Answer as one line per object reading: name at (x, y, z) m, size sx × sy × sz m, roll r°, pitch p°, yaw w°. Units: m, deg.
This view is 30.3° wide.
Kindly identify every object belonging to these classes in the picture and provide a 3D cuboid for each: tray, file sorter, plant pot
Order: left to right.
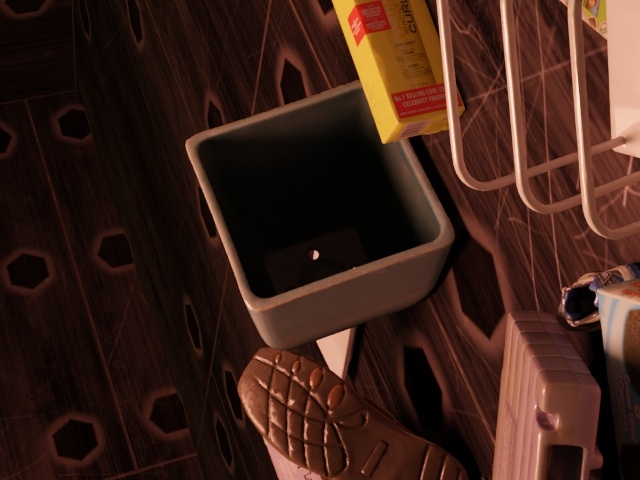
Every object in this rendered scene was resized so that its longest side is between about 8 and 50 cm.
plant pot at (0.000, 0.000, 1.453) m, size 0.252 × 0.247 × 0.248 m, roll 86°, pitch 163°, yaw -61°
tray at (0.026, 0.084, 1.755) m, size 0.270 × 0.030 × 0.145 m, roll 97°, pitch 152°, yaw -47°
file sorter at (0.223, -0.101, 0.723) m, size 0.277 × 0.173 × 0.193 m, roll 26°, pitch 130°, yaw 55°

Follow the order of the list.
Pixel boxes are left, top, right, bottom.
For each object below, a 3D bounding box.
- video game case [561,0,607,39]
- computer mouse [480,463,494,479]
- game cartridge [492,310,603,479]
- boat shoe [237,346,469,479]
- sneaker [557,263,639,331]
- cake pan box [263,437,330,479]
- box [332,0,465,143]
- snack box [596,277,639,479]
video game case at (0.220, -0.274, 0.894) m, size 0.206 × 0.026 × 0.227 m, roll -119°, pitch 24°, yaw -51°
computer mouse at (0.211, 0.397, 1.287) m, size 0.272 × 0.072 × 0.189 m, roll -88°, pitch 5°, yaw -48°
game cartridge at (0.190, 0.259, 1.047) m, size 0.230 × 0.068 × 0.355 m, roll -64°, pitch -22°, yaw -77°
boat shoe at (0.041, 0.254, 1.499) m, size 0.324 × 0.123 × 0.120 m, roll 35°, pitch 178°, yaw 9°
sneaker at (0.235, 0.053, 1.053) m, size 0.135 × 0.058 × 0.052 m, roll 125°, pitch 129°, yaw -68°
cake pan box at (0.053, 0.366, 1.585) m, size 0.245 × 0.070 × 0.267 m, roll 31°, pitch -153°, yaw -50°
box at (0.075, -0.226, 1.291) m, size 0.058 × 0.087 × 0.232 m, roll 126°, pitch 129°, yaw -67°
snack box at (0.310, 0.199, 0.927) m, size 0.187 × 0.060 × 0.322 m, roll -163°, pitch 61°, yaw -68°
